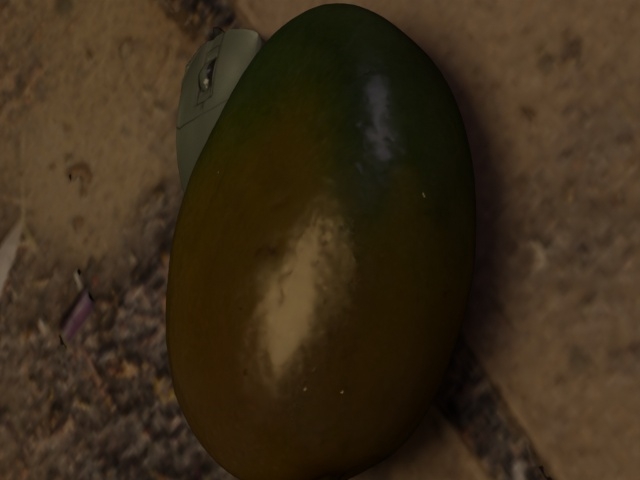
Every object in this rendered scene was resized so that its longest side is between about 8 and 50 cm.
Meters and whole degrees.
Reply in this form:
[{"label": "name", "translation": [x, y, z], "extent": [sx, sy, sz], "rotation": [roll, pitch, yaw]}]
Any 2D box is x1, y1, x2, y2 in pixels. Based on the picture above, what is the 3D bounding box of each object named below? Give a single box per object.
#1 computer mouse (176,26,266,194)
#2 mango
[{"label": "computer mouse", "translation": [-0.041, -0.046, 0.818], "extent": [0.056, 0.032, 0.110], "rotation": [-26, 66, 35]}, {"label": "mango", "translation": [0.000, 0.000, 0.741], "extent": [0.130, 0.092, 0.195], "rotation": [-12, 66, 38]}]
